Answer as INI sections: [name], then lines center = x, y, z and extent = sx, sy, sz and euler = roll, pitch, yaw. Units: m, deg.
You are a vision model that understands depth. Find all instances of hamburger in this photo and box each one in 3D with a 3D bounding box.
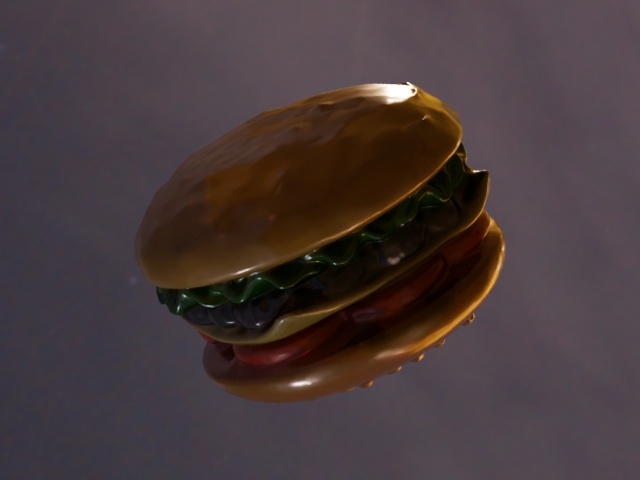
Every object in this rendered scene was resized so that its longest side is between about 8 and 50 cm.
[hamburger]
center = 0.000, 0.000, 0.785
extent = 0.115, 0.162, 0.162
euler = 66, -151, -17
